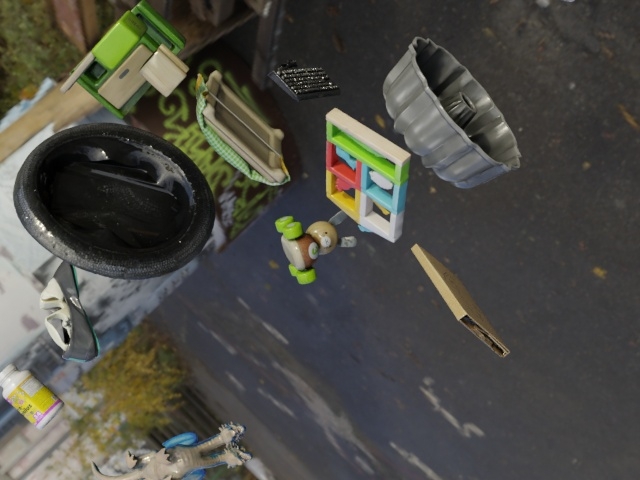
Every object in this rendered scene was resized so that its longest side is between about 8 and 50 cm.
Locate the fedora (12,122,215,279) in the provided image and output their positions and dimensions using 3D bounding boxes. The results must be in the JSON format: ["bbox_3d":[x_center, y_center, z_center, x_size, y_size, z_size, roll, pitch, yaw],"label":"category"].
[{"bbox_3d":[-0.356,-0.045,1.401,0.334,0.334,0.152,42,147,8],"label":"fedora"}]

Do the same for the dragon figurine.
[{"bbox_3d":[-0.248,0.376,1.360,0.289,0.144,0.085,-23,79,32],"label":"dragon figurine"}]

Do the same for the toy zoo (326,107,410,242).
[{"bbox_3d":[0.091,-0.113,1.642,0.192,0.030,0.293,36,151,24],"label":"toy zoo"}]

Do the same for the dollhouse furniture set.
[{"bbox_3d":[-0.201,-0.167,1.137,0.301,0.151,0.197,42,-163,-20],"label":"dollhouse furniture set"}]

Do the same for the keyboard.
[{"bbox_3d":[-0.035,-0.315,1.554,0.108,0.180,0.023,44,118,12],"label":"keyboard"}]

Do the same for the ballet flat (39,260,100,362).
[{"bbox_3d":[-0.418,0.113,1.314,0.074,0.074,0.203,79,166,-58],"label":"ballet flat"}]

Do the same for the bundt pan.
[{"bbox_3d":[0.250,-0.240,1.609,0.124,0.331,0.331,-39,98,30],"label":"bundt pan"}]

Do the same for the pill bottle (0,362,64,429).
[{"bbox_3d":[-0.361,0.191,0.996,0.083,0.043,0.043,43,161,-2],"label":"pill bottle"}]

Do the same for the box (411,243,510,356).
[{"bbox_3d":[0.251,0.107,1.454,0.164,0.021,0.201,39,-164,-40],"label":"box"}]

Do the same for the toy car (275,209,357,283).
[{"bbox_3d":[0.000,0.000,2.084,0.149,0.188,0.155,-141,32,-69],"label":"toy car"}]
